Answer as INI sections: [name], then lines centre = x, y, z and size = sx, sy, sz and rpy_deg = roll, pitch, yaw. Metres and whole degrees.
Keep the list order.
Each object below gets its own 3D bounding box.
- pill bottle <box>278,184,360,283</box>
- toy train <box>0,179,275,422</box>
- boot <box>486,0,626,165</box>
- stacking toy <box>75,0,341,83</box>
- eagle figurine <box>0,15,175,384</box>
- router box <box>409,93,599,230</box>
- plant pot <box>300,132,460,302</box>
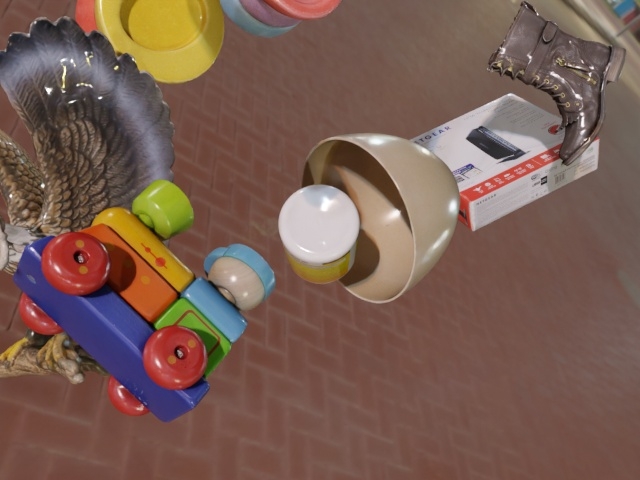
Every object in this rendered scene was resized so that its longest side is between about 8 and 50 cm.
[pill bottle]
centre = 0.000, 0.000, 0.976
size = 0.117, 0.117, 0.215
rpy_deg = 60, -7, 14
[toy train]
centre = -0.154, 0.000, 0.459
size = 0.248, 0.105, 0.143
rpy_deg = 45, 48, -6
[boot]
centre = 0.421, -0.292, 1.173
size = 0.229, 0.263, 0.091
rpy_deg = 20, -3, 2
[stacking toy]
centre = -0.136, -0.319, 0.636
size = 0.309, 0.130, 0.279
rpy_deg = -32, 112, -33
[eagle figurine]
centre = -0.247, -0.022, 0.573
size = 0.226, 0.225, 0.298
rpy_deg = 0, 82, -13
[router box]
centre = 0.395, -0.191, 1.432
size = 0.301, 0.335, 0.082
rpy_deg = 50, -18, 49
[plant pot]
centre = 0.125, -0.061, 1.065
size = 0.191, 0.284, 0.284
rpy_deg = -23, 75, -31
